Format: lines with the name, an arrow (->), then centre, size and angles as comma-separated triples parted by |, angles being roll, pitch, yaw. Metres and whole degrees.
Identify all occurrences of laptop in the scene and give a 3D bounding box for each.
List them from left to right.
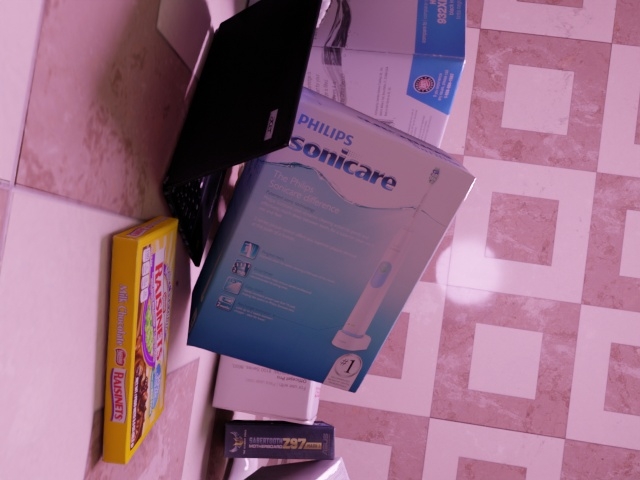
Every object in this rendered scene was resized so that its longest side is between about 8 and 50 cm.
laptop -> -0.074, -0.122, 0.643 | 0.264, 0.136, 0.235 | 90, 9, -61

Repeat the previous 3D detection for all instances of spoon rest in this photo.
spoon rest -> -0.167, 0.512, 1.151 | 0.276, 0.084, 0.137 | -102, -163, -60

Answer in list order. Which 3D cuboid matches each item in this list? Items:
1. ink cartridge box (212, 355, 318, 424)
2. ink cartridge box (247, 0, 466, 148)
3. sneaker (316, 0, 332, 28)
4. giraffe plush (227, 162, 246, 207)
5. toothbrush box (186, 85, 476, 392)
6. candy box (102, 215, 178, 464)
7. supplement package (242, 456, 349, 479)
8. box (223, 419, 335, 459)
ink cartridge box -> -0.062, 0.119, 1.076 | 0.285, 0.166, 0.395 | 81, 16, -75
ink cartridge box -> 0.047, -0.258, 0.891 | 0.223, 0.307, 0.129 | 89, 8, -65
sneaker -> -0.027, -0.341, 0.599 | 0.330, 0.147, 0.130 | 142, -41, -69
giraffe plush -> -0.038, -0.043, 0.811 | 0.210, 0.170, 0.182 | 115, -12, -54
toothbrush box -> 0.000, 0.000, 0.667 | 0.126, 0.216, 0.296 | -110, -138, -64
candy box -> -0.165, 0.086, 0.540 | 0.105, 0.027, 0.206 | -80, 177, -78
supplement package -> -0.043, 0.501, 0.982 | 0.149, 0.194, 0.203 | -14, 84, -55
box -> -0.075, 0.355, 1.051 | 0.233, 0.183, 0.059 | 105, -13, -74
